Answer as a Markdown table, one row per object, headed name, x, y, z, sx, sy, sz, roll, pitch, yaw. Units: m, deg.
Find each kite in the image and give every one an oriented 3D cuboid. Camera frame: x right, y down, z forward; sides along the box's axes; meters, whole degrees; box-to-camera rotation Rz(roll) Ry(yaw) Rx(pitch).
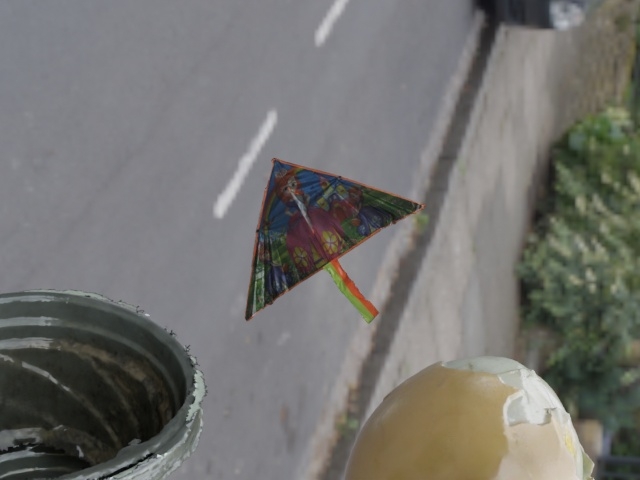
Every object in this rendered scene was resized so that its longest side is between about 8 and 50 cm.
| name | x | y | z | sx | sy | sz | roll | pitch | yaw |
| --- | --- | --- | --- | --- | --- | --- | --- | --- | --- |
| kite | 0.000 | 0.000 | 1.074 | 0.010 | 0.190 | 0.159 | -4 | 64 | -63 |

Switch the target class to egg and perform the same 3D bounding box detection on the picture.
| name | x | y | z | sx | sy | sz | roll | pitch | yaw |
| --- | --- | --- | --- | --- | --- | --- | --- | --- | --- |
| egg | 0.130 | 0.214 | 1.215 | 0.201 | 0.244 | 0.201 | 50 | 15 | -19 |

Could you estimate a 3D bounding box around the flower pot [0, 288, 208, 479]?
| name | x | y | z | sx | sy | sz | roll | pitch | yaw |
| --- | --- | --- | --- | --- | --- | --- | --- | --- | --- |
| flower pot | -0.197 | 0.146 | 0.908 | 0.235 | 0.235 | 0.140 | -61 | 159 | -56 |
